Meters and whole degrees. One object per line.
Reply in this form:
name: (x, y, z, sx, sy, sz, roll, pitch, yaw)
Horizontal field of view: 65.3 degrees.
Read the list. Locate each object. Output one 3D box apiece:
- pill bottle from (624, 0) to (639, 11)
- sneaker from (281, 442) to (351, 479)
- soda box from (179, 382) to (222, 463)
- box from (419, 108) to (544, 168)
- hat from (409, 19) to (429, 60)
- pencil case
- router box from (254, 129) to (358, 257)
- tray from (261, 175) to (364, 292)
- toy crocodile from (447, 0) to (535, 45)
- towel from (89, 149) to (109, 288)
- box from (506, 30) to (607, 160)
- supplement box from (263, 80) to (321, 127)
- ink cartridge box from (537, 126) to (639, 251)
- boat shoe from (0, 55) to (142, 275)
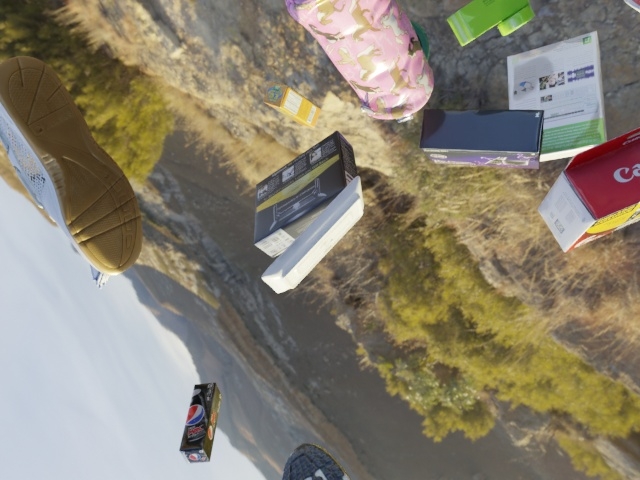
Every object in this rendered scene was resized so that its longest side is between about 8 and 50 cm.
pill bottle: (0.835, -0.635, 1.156, 0.124, 0.124, 0.221, 48, 134, 20)
sneaker: (0.066, 0.572, 0.950, 0.410, 0.158, 0.182, 57, -177, 11)
soda box: (-0.265, 0.404, 1.116, 0.168, 0.054, 0.060, -91, -8, -53)
box: (0.388, -0.241, 1.194, 0.262, 0.103, 0.184, 7, 177, 24)
hat: (0.276, -0.571, 1.501, 0.173, 0.184, 0.208, 6, 108, 33)
pencil case: (0.086, -0.399, 0.988, 0.160, 0.167, 0.386, 8, 160, 37)
router box: (-0.043, -0.127, 1.364, 0.081, 0.309, 0.242, 39, -148, -38)
tray: (0.000, 0.000, 0.999, 0.030, 0.270, 0.145, 41, 172, 17)
toy crocodile: (0.393, -0.493, 0.952, 0.115, 0.341, 0.105, 52, -178, -11)
towel: (-0.481, -0.037, 1.104, 0.285, 0.034, 0.209, -40, 66, 48)
box: (0.633, -0.377, 1.351, 0.233, 0.321, 0.059, -6, 164, 35)
supplement box: (-0.091, -0.448, 1.657, 0.078, 0.080, 0.233, 24, -176, 27)
ink cartridge box: (0.659, -0.127, 1.047, 0.272, 0.310, 0.130, 63, -177, -68)
boat shoe: (-0.318, -0.083, 0.623, 0.096, 0.098, 0.276, 2, 122, 37)
